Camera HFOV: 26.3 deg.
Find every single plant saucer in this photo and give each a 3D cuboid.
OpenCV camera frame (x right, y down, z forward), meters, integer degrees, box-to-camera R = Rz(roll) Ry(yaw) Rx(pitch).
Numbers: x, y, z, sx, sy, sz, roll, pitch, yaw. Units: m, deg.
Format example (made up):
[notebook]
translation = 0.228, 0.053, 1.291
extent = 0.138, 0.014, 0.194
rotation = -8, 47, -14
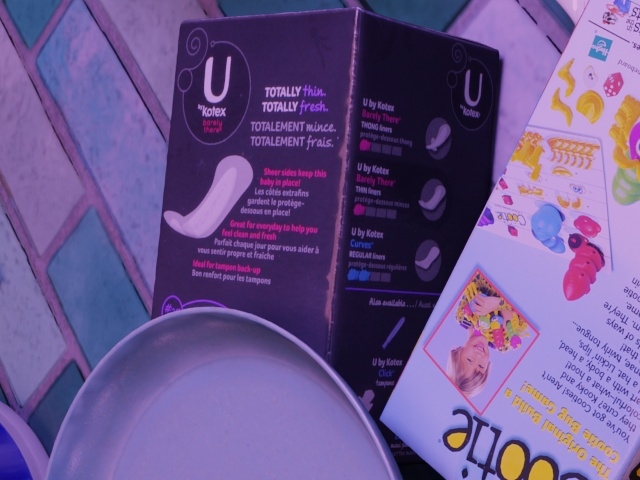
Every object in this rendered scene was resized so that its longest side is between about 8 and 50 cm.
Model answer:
[plant saucer]
translation = -0.054, 0.197, 0.779
extent = 0.318, 0.044, 0.317
rotation = -4, 84, 42

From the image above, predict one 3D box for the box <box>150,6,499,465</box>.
[box]
translation = 0.000, 0.000, 0.875
extent = 0.165, 0.143, 0.270
rotation = 6, 90, 43

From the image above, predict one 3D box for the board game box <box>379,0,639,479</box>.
[board game box]
translation = 0.175, 0.017, 0.705
extent = 0.144, 0.142, 0.275
rotation = 40, 112, 39

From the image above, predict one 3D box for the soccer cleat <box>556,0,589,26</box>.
[soccer cleat]
translation = 0.155, -0.185, 0.804
extent = 0.076, 0.068, 0.196
rotation = -30, 68, 41

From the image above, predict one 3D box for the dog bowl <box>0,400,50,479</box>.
[dog bowl]
translation = -0.340, 0.266, 1.180
extent = 0.265, 0.104, 0.264
rotation = 0, 89, 38
